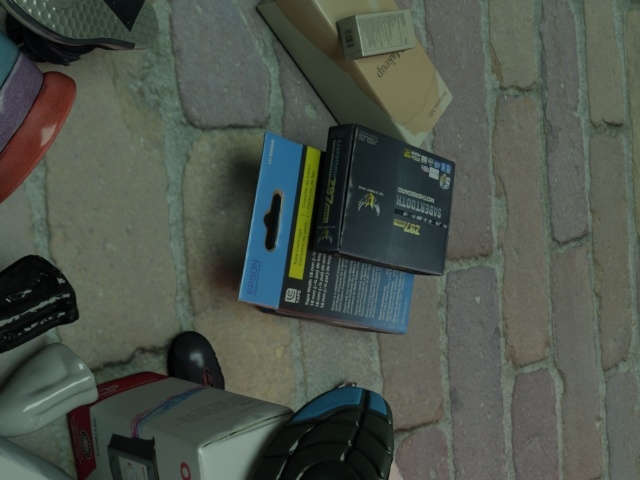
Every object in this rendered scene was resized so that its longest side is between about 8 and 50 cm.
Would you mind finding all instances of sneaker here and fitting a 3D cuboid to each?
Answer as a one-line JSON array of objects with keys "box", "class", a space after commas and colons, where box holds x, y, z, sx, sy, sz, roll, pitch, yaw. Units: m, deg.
[{"box": [-0.309, -0.247, 0.827, 0.226, 0.163, 0.086, -1, 95, -67], "class": "sneaker"}, {"box": [-0.012, 0.311, 0.748, 0.341, 0.125, 0.140, -67, 155, -22], "class": "sneaker"}]

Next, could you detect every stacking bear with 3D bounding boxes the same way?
[{"box": [-0.413, -0.180, 0.764, 0.289, 0.164, 0.176, 35, 68, -30], "class": "stacking bear"}]

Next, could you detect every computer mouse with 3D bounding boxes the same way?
[{"box": [-0.149, 0.238, 1.059, 0.071, 0.041, 0.242, -31, 111, -37], "class": "computer mouse"}]

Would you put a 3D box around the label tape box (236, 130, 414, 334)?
[{"box": [0.000, 0.000, 1.142, 0.333, 0.105, 0.241, 16, 79, -39], "class": "label tape box"}]

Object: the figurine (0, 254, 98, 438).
[{"box": [-0.359, 0.151, 0.807, 0.209, 0.092, 0.215, -33, 139, -37], "class": "figurine"}]

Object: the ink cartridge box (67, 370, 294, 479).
[{"box": [-0.159, 0.290, 0.876, 0.131, 0.306, 0.226, -11, 97, -40], "class": "ink cartridge box"}]

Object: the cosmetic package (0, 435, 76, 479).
[{"box": [-0.421, 0.346, 0.698, 0.377, 0.097, 0.284, -53, 147, -19], "class": "cosmetic package"}]

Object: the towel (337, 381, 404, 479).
[{"box": [0.014, 0.445, 1.192, 0.317, 0.053, 0.332, -36, 112, -34], "class": "towel"}]

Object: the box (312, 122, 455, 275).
[{"box": [0.101, -0.053, 1.120, 0.232, 0.059, 0.184, 14, 81, -40], "class": "box"}]

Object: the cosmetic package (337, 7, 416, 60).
[{"box": [0.082, -0.297, 1.093, 0.115, 0.041, 0.060, -18, 102, -39], "class": "cosmetic package"}]

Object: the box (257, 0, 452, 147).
[{"box": [0.061, -0.290, 1.183, 0.311, 0.121, 0.148, 50, 61, -29], "class": "box"}]
